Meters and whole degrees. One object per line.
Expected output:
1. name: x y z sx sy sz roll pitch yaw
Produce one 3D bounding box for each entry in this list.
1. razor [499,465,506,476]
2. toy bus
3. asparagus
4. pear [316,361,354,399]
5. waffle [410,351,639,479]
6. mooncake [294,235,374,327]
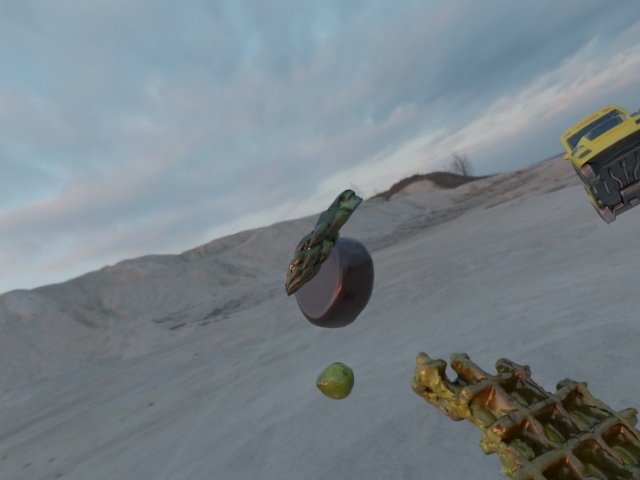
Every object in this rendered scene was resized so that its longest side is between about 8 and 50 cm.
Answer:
1. razor: 0.457 0.486 0.773 0.211 0.036 0.084 22 14 30
2. toy bus: 0.600 -0.161 0.829 0.144 0.152 0.330 -35 -37 27
3. asparagus: 0.000 0.000 0.909 0.287 0.080 0.080 -57 -1 -4
4. pear: 0.036 0.356 1.024 0.096 0.092 0.092 3 -6 -6
5. waffle: 0.202 0.219 0.336 0.259 0.069 0.293 12 29 9
6. mooncake: 0.045 0.150 1.459 0.174 0.326 0.333 6 -6 -32
